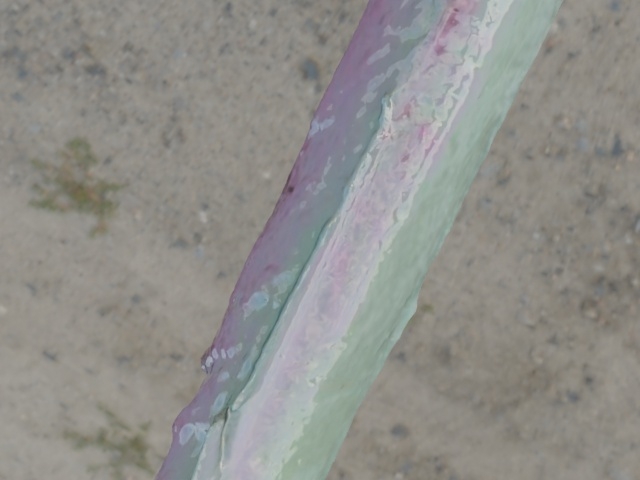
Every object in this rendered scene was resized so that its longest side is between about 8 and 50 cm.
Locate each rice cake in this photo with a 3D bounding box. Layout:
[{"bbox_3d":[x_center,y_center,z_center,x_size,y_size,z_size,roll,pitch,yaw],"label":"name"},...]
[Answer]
[{"bbox_3d":[0.001,0.002,0.404,0.051,0.081,0.290,30,101,29],"label":"rice cake"}]
